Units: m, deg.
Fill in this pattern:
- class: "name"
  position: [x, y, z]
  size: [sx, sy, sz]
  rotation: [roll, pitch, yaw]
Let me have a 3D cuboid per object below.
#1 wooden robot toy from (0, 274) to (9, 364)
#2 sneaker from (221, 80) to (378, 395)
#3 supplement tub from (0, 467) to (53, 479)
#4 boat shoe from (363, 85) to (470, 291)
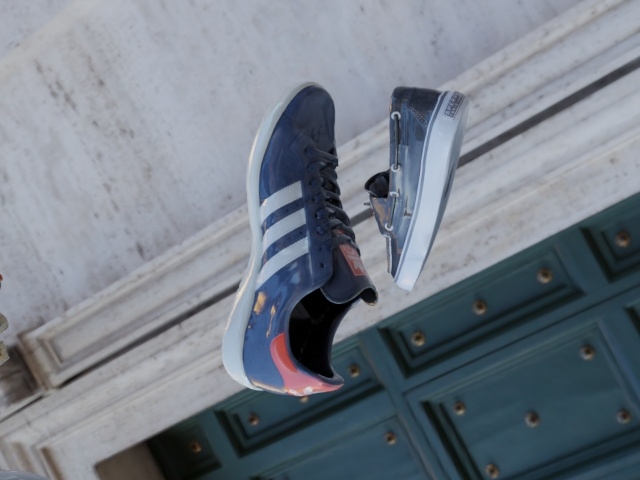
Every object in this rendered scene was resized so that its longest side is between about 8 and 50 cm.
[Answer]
- class: "wooden robot toy"
  position: [-0.421, 0.070, 1.048]
  size: [0.079, 0.076, 0.173]
  rotation: [-44, -62, -51]
- class: "sneaker"
  position: [0.000, 0.000, 0.919]
  size: [0.131, 0.148, 0.350]
  rotation: [7, -90, -54]
- class: "supplement tub"
  position: [-0.160, 0.267, 0.469]
  size: [0.316, 0.194, 0.193]
  rotation: [34, -168, 21]
- class: "boat shoe"
  position: [0.077, -0.046, 0.768]
  size: [0.228, 0.076, 0.080]
  rotation: [94, -161, -50]
